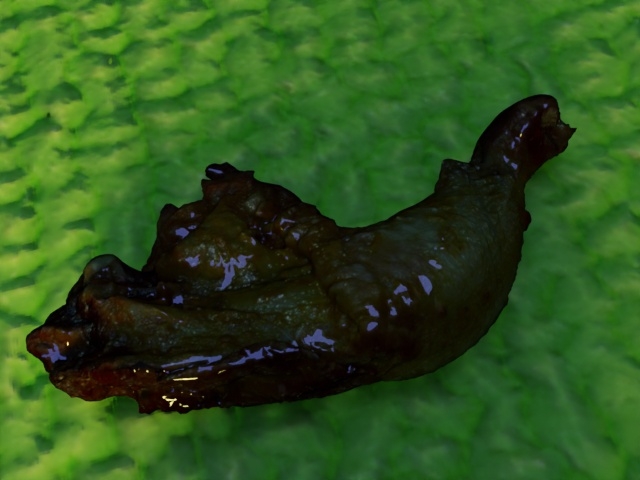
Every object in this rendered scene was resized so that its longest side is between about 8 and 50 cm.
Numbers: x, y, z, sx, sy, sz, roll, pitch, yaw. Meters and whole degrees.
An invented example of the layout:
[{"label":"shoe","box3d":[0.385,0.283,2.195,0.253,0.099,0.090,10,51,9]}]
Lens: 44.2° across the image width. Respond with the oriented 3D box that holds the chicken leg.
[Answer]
[{"label":"chicken leg","box3d":[0.005,0.008,0.428,0.322,0.083,0.177,-12,46,0]}]
